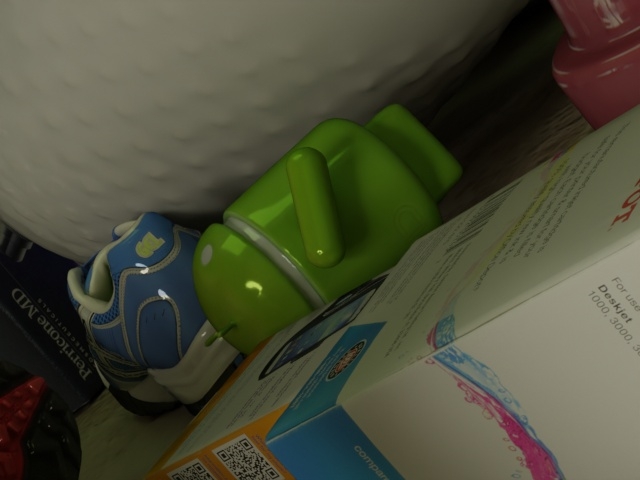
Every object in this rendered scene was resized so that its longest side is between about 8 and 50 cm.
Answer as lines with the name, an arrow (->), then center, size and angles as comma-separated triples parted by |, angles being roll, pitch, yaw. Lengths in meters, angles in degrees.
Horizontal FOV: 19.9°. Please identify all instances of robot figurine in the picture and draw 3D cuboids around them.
robot figurine -> 0.000, 0.000, 0.693 | 0.115, 0.067, 0.101 | -43, -2, -13

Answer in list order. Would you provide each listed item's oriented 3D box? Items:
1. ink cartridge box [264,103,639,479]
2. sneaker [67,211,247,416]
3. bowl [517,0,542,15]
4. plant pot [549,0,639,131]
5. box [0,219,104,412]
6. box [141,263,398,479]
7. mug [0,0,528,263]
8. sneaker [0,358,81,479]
ink cartridge box -> 0.059, 0.016, 0.397 | 0.122, 0.052, 0.088 | -35, 10, 43
sneaker -> -0.071, 0.028, 0.824 | 0.080, 0.081, 0.211 | -45, 8, -18
bowl -> 0.067, -0.245, 1.059 | 0.311, 0.311, 0.163 | -44, 30, -23
plant pot -> 0.116, -0.138, 0.503 | 0.201, 0.180, 0.201 | -40, 9, 8
box -> -0.177, 0.015, 1.130 | 0.108, 0.153, 0.207 | -34, 11, 35
box -> 0.007, 0.043, 0.584 | 0.136, 0.028, 0.081 | -29, 14, 46
mug -> -0.092, -0.121, 0.826 | 0.374, 0.276, 0.328 | -25, -18, -35
sneaker -> -0.194, 0.165, 0.706 | 0.262, 0.104, 0.125 | -42, -10, -36
